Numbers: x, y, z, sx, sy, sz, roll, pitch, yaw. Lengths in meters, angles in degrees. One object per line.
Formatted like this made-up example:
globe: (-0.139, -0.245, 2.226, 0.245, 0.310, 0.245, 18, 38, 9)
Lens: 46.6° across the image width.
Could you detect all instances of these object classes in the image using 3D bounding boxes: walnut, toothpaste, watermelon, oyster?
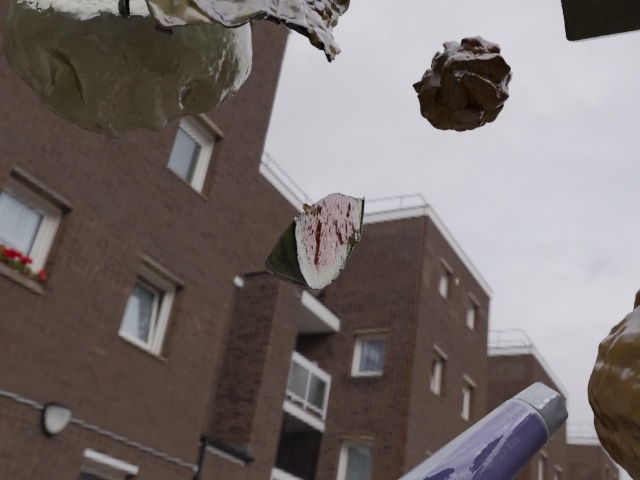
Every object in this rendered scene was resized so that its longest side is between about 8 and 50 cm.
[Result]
walnut: (0.363, 0.140, 0.652, 0.224, 0.257, 0.257, -16, -29, -4)
toothpaste: (0.204, 0.319, 1.025, 0.125, 0.371, 0.080, 40, -38, 31)
watermelon: (-0.004, -0.004, 0.863, 0.063, 0.119, 0.245, 26, 17, 17)
oyster: (-0.056, -0.264, 0.663, 0.201, 0.354, 0.107, 22, -59, -9)

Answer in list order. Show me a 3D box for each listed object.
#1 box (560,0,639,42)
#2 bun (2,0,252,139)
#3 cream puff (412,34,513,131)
box: (0.319, -0.263, 0.590, 0.231, 0.149, 0.155, -2, -63, 37)
bun: (-0.276, -0.283, 1.100, 0.359, 0.360, 0.211, 7, -55, 5)
cream puff: (0.161, -0.179, 0.846, 0.116, 0.122, 0.094, -47, -39, 19)
